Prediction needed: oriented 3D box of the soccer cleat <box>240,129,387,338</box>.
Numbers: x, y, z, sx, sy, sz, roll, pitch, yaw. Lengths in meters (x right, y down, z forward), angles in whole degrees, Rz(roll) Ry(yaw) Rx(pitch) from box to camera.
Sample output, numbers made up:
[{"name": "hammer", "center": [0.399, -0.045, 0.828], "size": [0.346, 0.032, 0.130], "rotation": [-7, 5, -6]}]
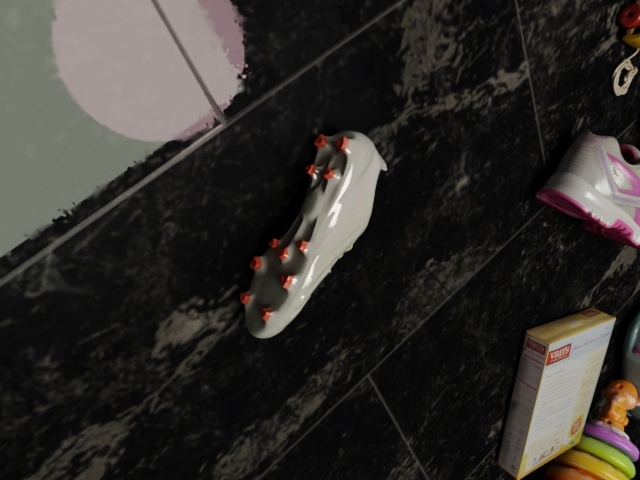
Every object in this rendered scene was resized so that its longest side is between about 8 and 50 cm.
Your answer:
[{"name": "soccer cleat", "center": [0.000, 0.000, 0.469], "size": [0.076, 0.068, 0.196], "rotation": [27, 89, -42]}]

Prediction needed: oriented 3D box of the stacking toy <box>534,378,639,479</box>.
[{"name": "stacking toy", "center": [0.476, 0.375, 0.929], "size": [0.166, 0.175, 0.302], "rotation": [46, 67, -33]}]

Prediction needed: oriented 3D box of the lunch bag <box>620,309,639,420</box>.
[{"name": "lunch bag", "center": [0.660, 0.211, 0.998], "size": [0.224, 0.107, 0.279], "rotation": [-36, 126, -22]}]

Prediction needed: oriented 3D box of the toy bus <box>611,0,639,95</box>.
[{"name": "toy bus", "center": [0.436, -0.296, 0.629], "size": [0.191, 0.104, 0.202], "rotation": [-41, 127, -15]}]

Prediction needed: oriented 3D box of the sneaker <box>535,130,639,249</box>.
[{"name": "sneaker", "center": [0.389, -0.060, 0.695], "size": [0.252, 0.103, 0.111], "rotation": [19, 99, -40]}]

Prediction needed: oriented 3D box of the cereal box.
[{"name": "cereal box", "center": [0.363, 0.232, 0.833], "size": [0.172, 0.047, 0.240], "rotation": [-9, 113, -33]}]
